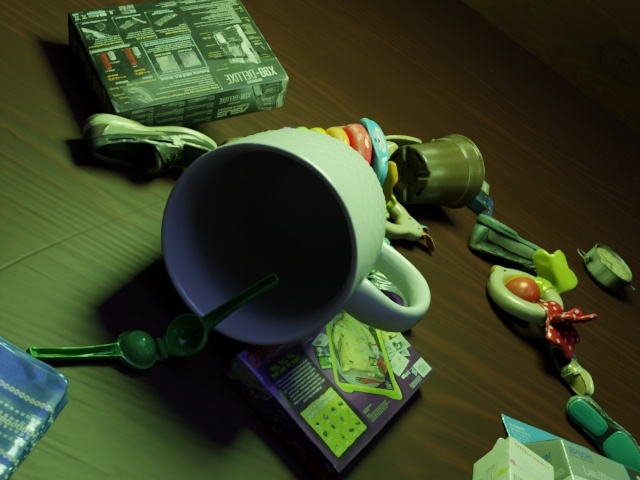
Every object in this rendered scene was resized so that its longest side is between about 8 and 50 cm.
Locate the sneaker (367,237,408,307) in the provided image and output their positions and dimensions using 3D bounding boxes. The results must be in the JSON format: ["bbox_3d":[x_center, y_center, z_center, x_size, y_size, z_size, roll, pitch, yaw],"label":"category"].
[{"bbox_3d":[0.091,0.055,1.439,0.224,0.083,0.098,51,37,13],"label":"sneaker"}]

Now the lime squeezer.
[{"bbox_3d":[-0.200,0.122,1.023,0.310,0.110,0.059,-16,76,-20],"label":"lime squeezer"}]

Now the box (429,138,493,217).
[{"bbox_3d":[0.345,-0.145,2.009,0.225,0.036,0.136,38,31,-9],"label":"box"}]

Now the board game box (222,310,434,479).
[{"bbox_3d":[0.027,0.195,1.228,0.208,0.056,0.346,51,32,8],"label":"board game box"}]

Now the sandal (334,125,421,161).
[{"bbox_3d":[0.122,-0.190,1.803,0.240,0.088,0.079,6,77,-35],"label":"sandal"}]

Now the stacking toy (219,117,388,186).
[{"bbox_3d":[-0.040,-0.150,1.511,0.301,0.166,0.175,8,43,-22],"label":"stacking toy"}]

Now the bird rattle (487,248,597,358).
[{"bbox_3d":[0.449,0.132,1.726,0.206,0.143,0.254,15,36,-2],"label":"bird rattle"}]

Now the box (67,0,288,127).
[{"bbox_3d":[-0.242,-0.307,1.399,0.307,0.077,0.242,-17,61,-25],"label":"box"}]

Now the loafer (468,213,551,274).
[{"bbox_3d":[0.442,0.030,1.878,0.267,0.084,0.096,29,2,-26],"label":"loafer"}]

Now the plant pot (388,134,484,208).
[{"bbox_3d":[0.240,-0.146,1.789,0.165,0.167,0.167,-8,56,-41],"label":"plant pot"}]

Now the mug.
[{"bbox_3d":[0.000,0.000,1.209,0.374,0.276,0.328,36,21,6],"label":"mug"}]

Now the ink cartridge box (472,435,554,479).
[{"bbox_3d":[0.292,0.380,1.247,0.092,0.090,0.143,37,30,-8],"label":"ink cartridge box"}]

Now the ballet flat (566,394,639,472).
[{"bbox_3d":[0.551,0.369,1.578,0.188,0.070,0.070,51,32,8],"label":"ballet flat"}]

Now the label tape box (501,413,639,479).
[{"bbox_3d":[0.453,0.430,1.349,0.240,0.106,0.334,25,35,-26],"label":"label tape box"}]

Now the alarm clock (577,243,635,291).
[{"bbox_3d":[0.737,0.067,2.150,0.192,0.064,0.129,27,34,-28],"label":"alarm clock"}]

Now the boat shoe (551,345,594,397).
[{"bbox_3d":[0.507,0.267,1.669,0.045,0.050,0.135,20,27,-26],"label":"boat shoe"}]

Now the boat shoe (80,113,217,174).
[{"bbox_3d":[-0.264,-0.138,1.292,0.223,0.080,0.073,10,49,-34],"label":"boat shoe"}]

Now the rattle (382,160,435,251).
[{"bbox_3d":[0.179,-0.069,1.639,0.199,0.143,0.130,24,16,-16],"label":"rattle"}]

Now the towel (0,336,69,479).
[{"bbox_3d":[-0.409,0.180,0.771,0.243,0.040,0.336,36,32,-8],"label":"towel"}]
